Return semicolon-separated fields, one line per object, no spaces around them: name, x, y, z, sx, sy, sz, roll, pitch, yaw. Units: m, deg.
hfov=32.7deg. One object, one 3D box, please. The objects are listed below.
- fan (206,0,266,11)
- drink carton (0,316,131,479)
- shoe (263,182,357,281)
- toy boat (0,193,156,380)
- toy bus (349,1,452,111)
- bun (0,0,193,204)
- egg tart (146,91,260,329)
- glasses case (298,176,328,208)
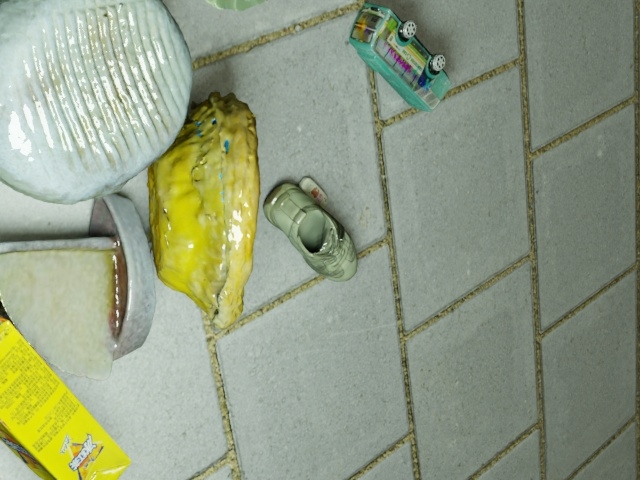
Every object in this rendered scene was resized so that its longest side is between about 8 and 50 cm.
fan;-0.125;-0.459;1.851;0.240;0.009;0.131;-33;127;-36
drink carton;-0.441;0.250;1.633;0.111;0.155;0.351;-49;132;-24
shoe;0.000;0.000;2.053;0.103;0.098;0.275;-49;134;-1
toy boat;-0.370;0.083;1.670;0.293;0.111;0.276;-31;114;-46
toy bus;0.159;-0.356;2.125;0.262;0.091;0.109;37;82;-44
bun;-0.354;-0.225;1.534;0.362;0.211;0.361;-13;110;-41
egg tart;-0.187;-0.051;1.719;0.169;0.388;0.387;0;105;-12
glasses case;-0.014;-0.089;2.073;0.083;0.021;0.032;46;69;-44
